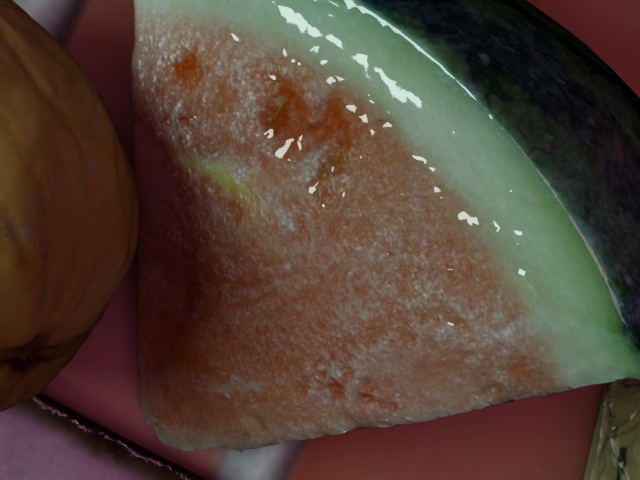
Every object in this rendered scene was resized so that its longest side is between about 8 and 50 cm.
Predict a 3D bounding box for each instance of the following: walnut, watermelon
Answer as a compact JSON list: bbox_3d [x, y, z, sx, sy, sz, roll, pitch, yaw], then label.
[{"bbox_3d":[-0.191,-0.025,0.555,0.195,0.195,0.222,-43,80,-8],"label":"walnut"},{"bbox_3d":[0.014,-0.020,0.570,0.283,0.250,0.293,29,82,-4],"label":"watermelon"}]

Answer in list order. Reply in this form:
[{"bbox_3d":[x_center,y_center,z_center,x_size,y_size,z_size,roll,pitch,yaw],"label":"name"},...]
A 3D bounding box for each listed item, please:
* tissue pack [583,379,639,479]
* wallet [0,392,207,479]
[{"bbox_3d":[0.261,0.179,0.673,0.234,0.125,0.159,15,87,-9],"label":"tissue pack"},{"bbox_3d":[-0.168,0.142,0.643,0.255,0.031,0.137,31,85,-8],"label":"wallet"}]
